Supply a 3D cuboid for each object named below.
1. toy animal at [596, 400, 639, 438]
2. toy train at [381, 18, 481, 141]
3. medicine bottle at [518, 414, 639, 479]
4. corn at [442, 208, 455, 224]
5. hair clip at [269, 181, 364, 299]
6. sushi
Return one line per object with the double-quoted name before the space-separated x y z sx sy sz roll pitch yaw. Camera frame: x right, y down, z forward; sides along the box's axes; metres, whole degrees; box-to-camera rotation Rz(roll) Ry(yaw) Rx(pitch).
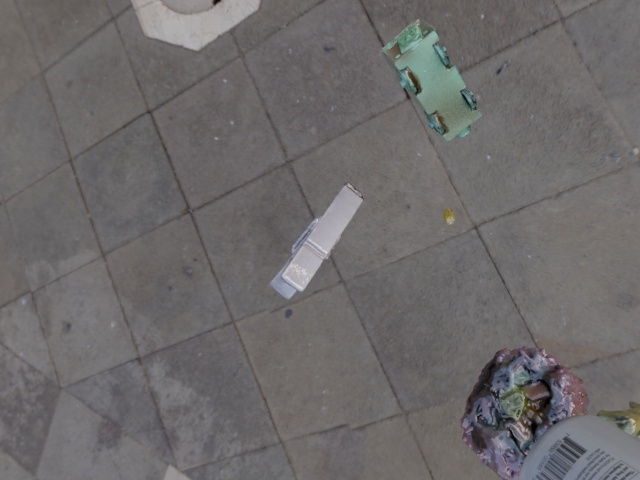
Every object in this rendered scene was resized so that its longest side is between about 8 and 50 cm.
"toy animal" 0.837 0.465 1.159 0.101 0.219 0.103 104 153 -44
"toy train" 0.281 -0.387 1.103 0.129 0.326 0.159 -37 40 17
"medicine bottle" 0.342 0.303 0.405 0.157 0.289 0.157 -4 102 -19
"corn" 0.308 -0.057 1.053 0.028 0.083 0.027 -17 104 15
"hair clip" -0.004 -0.003 1.085 0.085 0.331 0.101 43 146 -7
"sushi" 0.416 0.349 0.881 0.236 0.171 0.270 18 71 41
